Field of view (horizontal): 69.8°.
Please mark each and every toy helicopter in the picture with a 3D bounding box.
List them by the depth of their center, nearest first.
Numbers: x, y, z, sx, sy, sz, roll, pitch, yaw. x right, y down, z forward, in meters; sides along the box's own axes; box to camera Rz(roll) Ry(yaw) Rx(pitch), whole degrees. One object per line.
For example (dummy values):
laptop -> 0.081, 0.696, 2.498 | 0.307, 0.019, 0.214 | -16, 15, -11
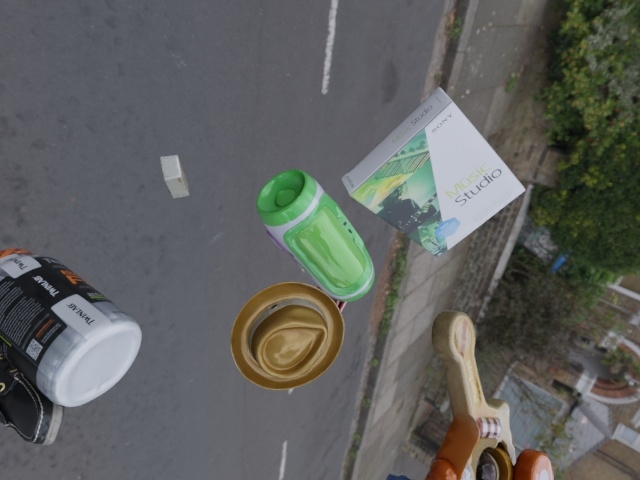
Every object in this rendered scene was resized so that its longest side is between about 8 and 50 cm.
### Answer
toy helicopter -> 0.227, 0.289, 0.725 | 0.234, 0.140, 0.355 | -16, 94, -40

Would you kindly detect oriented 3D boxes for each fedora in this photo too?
fedora -> -0.048, 0.162, 0.740 | 0.194, 0.194, 0.079 | -63, -168, -1

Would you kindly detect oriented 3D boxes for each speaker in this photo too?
speaker -> 0.000, 0.000, 0.897 | 0.131, 0.131, 0.296 | -54, 134, -17

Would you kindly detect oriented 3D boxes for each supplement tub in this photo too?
supplement tub -> -0.526, 0.155, 0.893 | 0.194, 0.315, 0.194 | -51, 160, -26

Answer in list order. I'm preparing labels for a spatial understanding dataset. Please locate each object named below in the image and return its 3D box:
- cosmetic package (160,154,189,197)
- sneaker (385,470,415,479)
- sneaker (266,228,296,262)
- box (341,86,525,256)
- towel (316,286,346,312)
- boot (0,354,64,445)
cosmetic package -> -0.343, -0.150, 1.086 | 0.041, 0.060, 0.115 | -12, 167, -11
sneaker -> 0.191, 0.559, 0.742 | 0.182, 0.315, 0.128 | -41, 151, -30
sneaker -> -0.046, 0.005, 1.511 | 0.152, 0.114, 0.305 | -47, 141, -5
box -> 0.227, -0.108, 0.884 | 0.232, 0.059, 0.322 | -42, 133, 21
towel -> -0.004, 0.191, 1.194 | 0.199, 0.031, 0.275 | -62, -171, 4
boot -> -0.697, 0.290, 0.886 | 0.284, 0.377, 0.138 | 17, 94, -52
